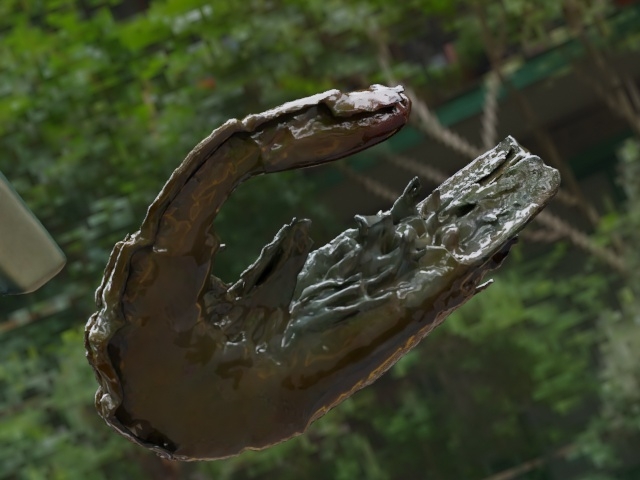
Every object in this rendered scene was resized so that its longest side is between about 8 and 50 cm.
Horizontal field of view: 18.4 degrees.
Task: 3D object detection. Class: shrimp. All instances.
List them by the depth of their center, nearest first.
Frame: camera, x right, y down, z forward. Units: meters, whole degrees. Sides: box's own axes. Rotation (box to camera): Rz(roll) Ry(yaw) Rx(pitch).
[{"bbox_3d":[-0.001,0.000,0.881,0.253,0.173,0.058,-37,42,-21],"label":"shrimp"}]

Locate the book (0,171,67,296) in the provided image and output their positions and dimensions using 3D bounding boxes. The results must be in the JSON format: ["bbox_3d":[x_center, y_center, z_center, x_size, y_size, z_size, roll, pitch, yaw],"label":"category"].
[{"bbox_3d":[-0.212,-0.115,0.654,0.031,0.264,0.379,-41,20,-11],"label":"book"}]
